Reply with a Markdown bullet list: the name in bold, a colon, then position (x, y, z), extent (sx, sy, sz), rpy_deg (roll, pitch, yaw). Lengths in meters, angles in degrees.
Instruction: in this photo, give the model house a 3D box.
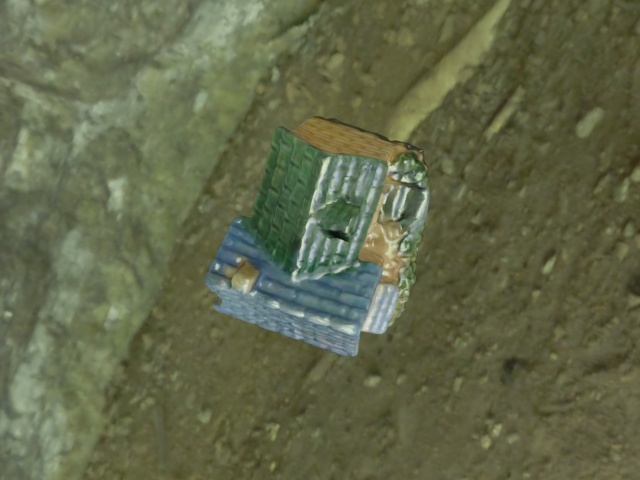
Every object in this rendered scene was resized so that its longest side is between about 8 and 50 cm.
- **model house**: position (0.000, 0.000, 0.781), extent (0.172, 0.166, 0.183), rpy_deg (-42, -30, -68)
